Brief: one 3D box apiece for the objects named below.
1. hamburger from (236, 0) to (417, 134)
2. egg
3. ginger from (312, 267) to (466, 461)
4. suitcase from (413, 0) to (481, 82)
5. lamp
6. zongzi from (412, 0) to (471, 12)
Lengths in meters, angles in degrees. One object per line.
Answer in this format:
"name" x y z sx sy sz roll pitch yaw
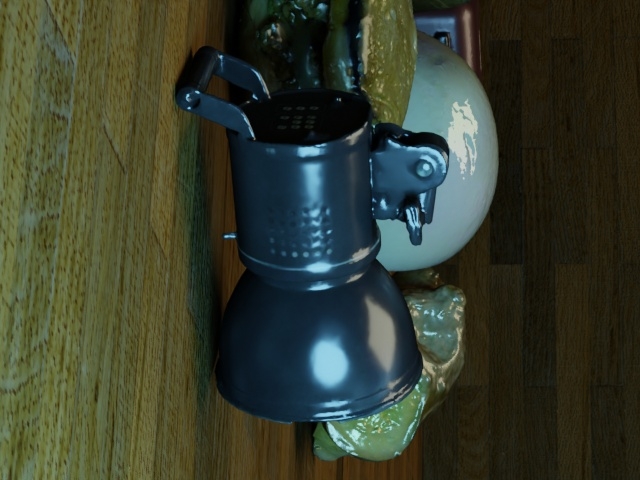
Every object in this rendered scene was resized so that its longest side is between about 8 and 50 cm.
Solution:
"hamburger" -0.005 -0.151 1.429 0.185 0.131 0.159 71 27 -49
"egg" 0.067 -0.104 1.612 0.271 0.206 0.162 -67 180 -51
"ginger" 0.059 0.124 1.856 0.219 0.123 0.270 -60 -172 -5
"suitcase" 0.111 -0.172 2.227 0.236 0.161 0.297 -77 164 -68
"lamp" 0.001 -0.010 1.253 0.147 0.172 0.227 -75 164 -62
"zongzi" 0.019 -0.350 1.567 0.317 0.154 0.289 11 75 -65
